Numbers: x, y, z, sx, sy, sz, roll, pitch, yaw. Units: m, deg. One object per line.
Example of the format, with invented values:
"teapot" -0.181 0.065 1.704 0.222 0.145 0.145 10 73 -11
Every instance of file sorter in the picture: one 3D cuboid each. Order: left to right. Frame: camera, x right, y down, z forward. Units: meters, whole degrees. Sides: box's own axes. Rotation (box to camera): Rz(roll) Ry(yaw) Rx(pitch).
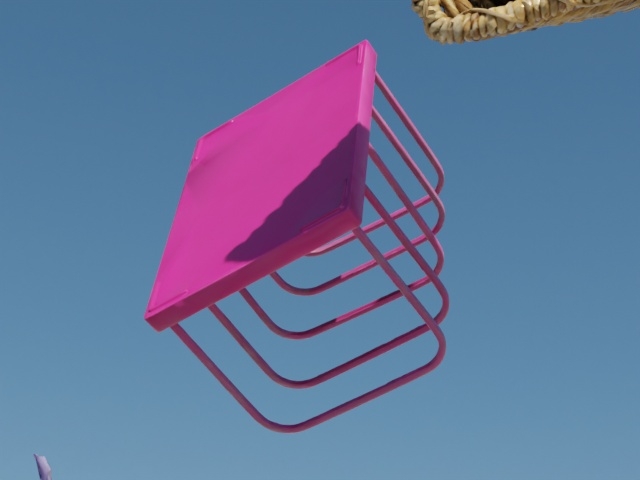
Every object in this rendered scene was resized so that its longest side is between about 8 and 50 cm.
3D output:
"file sorter" 0.000 0.000 1.167 0.202 0.290 0.182 -28 -62 22

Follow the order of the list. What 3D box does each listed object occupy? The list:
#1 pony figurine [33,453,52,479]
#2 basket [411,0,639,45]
"pony figurine" -0.112 0.094 0.227 0.363 0.302 0.351 30 -28 -5
"basket" 0.163 -0.301 0.853 0.223 0.299 0.213 -16 -1 -42
